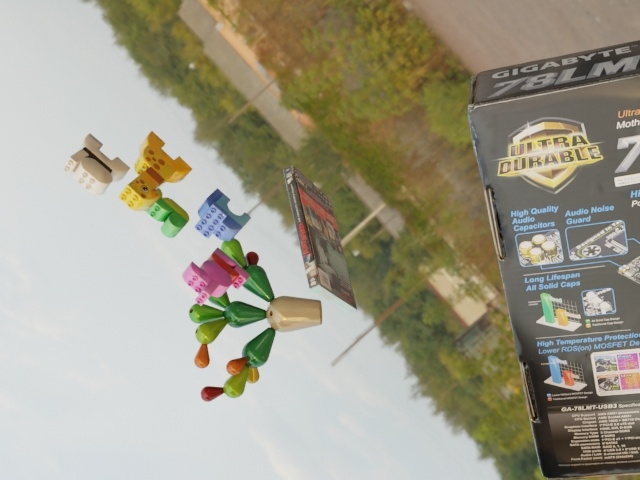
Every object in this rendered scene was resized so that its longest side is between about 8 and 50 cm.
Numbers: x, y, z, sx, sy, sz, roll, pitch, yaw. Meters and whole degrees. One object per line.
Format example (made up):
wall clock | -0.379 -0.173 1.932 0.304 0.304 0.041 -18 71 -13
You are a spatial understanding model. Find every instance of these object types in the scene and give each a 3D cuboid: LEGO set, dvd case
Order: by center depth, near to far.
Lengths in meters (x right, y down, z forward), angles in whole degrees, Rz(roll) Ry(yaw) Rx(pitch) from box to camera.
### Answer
dvd case | 0.000 0.000 0.756 0.087 0.013 0.119 37 -146 -60
LEGO set | -0.161 -0.031 0.839 0.227 0.087 0.093 41 -146 -4

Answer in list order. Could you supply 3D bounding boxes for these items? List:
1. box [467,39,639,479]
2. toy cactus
box | 0.264 0.012 0.526 0.073 0.295 0.293 -66 -37 -60
toy cactus | -0.088 0.107 1.134 0.112 0.180 0.219 76 -167 -68
